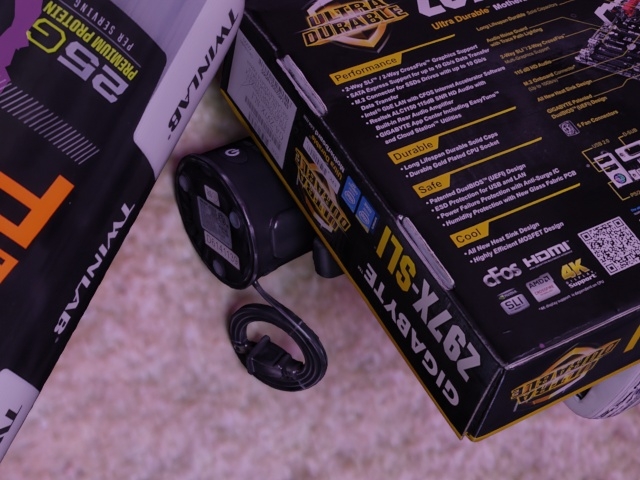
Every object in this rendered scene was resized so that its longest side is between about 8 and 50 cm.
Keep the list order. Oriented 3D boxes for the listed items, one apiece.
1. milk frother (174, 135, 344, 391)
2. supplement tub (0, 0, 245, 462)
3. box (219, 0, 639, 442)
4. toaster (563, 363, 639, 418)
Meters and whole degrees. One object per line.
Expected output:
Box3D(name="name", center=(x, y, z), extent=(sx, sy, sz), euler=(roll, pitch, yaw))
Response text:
Box3D(name="milk frother", center=(0.000, 0.000, 0.746), extent=(0.135, 0.129, 0.143), euler=(-25, 146, -28))
Box3D(name="supplement tub", center=(-0.193, -0.024, 0.555), extent=(0.207, 0.207, 0.338), euler=(34, 74, -27))
Box3D(name="box", center=(0.147, -0.065, 0.685), extent=(0.322, 0.079, 0.257), euler=(-21, 58, -24))
Box3D(name="toaster", center=(0.222, 0.026, 0.823), extent=(0.146, 0.227, 0.129), euler=(-24, 65, -25))
